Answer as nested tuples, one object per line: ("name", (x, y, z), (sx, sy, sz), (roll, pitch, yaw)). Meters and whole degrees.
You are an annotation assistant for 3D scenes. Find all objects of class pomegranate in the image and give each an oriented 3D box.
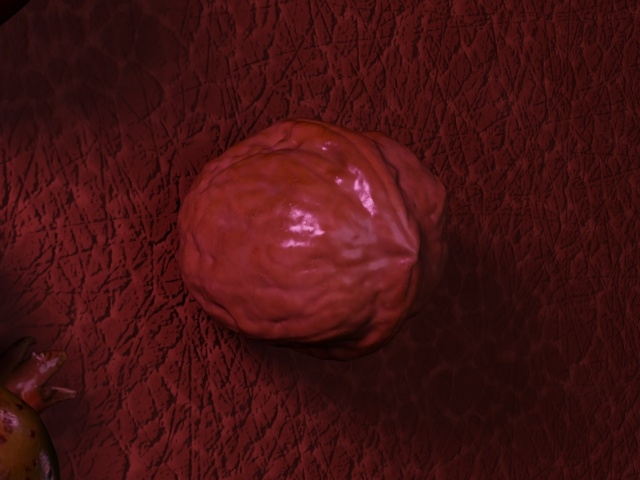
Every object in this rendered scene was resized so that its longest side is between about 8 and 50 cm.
("pomegranate", (-0.353, 0.238, 1.579), (0.286, 0.231, 0.231), (-21, 102, -51))

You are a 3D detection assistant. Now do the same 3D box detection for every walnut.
("walnut", (0.000, -0.004, 1.804), (0.306, 0.344, 0.306), (-9, 103, -40))

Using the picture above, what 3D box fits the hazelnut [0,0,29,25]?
("hazelnut", (-0.433, -0.371, 1.425), (0.402, 0.402, 0.429), (-51, 126, -31))
